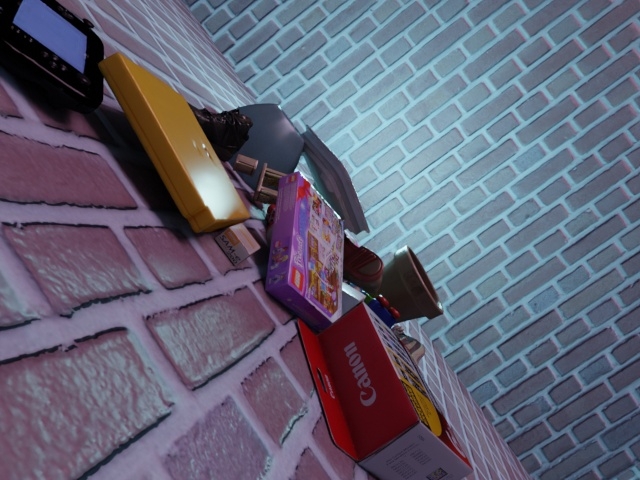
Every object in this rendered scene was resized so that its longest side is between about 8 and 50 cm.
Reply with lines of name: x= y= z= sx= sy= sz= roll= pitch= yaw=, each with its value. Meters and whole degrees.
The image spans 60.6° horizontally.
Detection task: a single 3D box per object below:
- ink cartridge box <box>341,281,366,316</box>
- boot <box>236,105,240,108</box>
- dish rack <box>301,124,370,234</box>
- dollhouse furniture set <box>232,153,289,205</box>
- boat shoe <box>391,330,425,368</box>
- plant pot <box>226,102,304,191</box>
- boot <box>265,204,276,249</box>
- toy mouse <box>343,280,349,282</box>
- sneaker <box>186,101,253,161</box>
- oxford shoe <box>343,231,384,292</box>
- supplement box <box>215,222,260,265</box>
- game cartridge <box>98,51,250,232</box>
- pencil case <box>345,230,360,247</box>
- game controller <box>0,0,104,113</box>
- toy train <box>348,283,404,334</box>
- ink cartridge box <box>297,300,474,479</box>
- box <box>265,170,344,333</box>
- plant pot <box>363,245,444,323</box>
ink cartridge box: x=0.051 y=0.142 z=1.377 sx=0.104 sy=0.062 sz=0.181 roll=31 pitch=4 yaw=10
boot: x=-0.233 y=-0.383 z=1.953 sx=0.211 sy=0.104 sz=0.295 roll=53 pitch=12 yaw=-7
dish rack: x=0.026 y=-0.176 z=1.681 sx=0.333 sy=0.072 sz=0.286 roll=54 pitch=-9 yaw=48
dollhouse furniture set: x=-0.162 y=-0.121 z=1.472 sx=0.181 sy=0.161 sz=0.101 roll=18 pitch=60 yaw=-12
boat shoe: x=0.183 y=0.282 z=1.411 sx=0.130 sy=0.132 sz=0.355 roll=52 pitch=7 yaw=5
plant pot: x=-0.163 y=-0.289 z=1.619 sx=0.290 sy=0.195 sz=0.290 roll=53 pitch=8 yaw=-10
boot: x=-0.100 y=-0.034 z=1.318 sx=0.176 sy=0.088 sz=0.244 roll=53 pitch=3 yaw=23
toy mouse: x=0.116 y=0.120 z=1.786 sx=0.161 sy=0.031 sz=0.143 roll=40 pitch=55 yaw=-54
sneaker: x=-0.257 y=-0.299 z=1.365 sx=0.227 sy=0.130 sz=0.087 roll=39 pitch=14 yaw=-53
oxford shoe: x=0.049 y=0.046 z=1.690 sx=0.348 sy=0.123 sz=0.130 roll=41 pitch=-26 yaw=33
supplement box: x=-0.150 y=0.005 z=1.001 sx=0.062 sy=0.036 sz=0.098 roll=54 pitch=8 yaw=-1
game cartridge: x=-0.233 y=-0.148 z=0.945 sx=0.285 sy=0.052 sz=0.324 roll=61 pitch=5 yaw=-1
pencil case: x=0.102 y=0.066 z=1.901 sx=0.284 sy=0.124 sz=0.124 roll=46 pitch=10 yaw=-48
game controller: x=-0.388 y=-0.289 z=0.781 sx=0.166 sy=0.067 sz=0.319 roll=47 pitch=9 yaw=-39
toy train: x=0.176 y=0.233 z=1.742 sx=0.143 sy=0.105 sz=0.248 roll=43 pitch=-2 yaw=44
ink cartridge box: x=0.107 y=0.274 z=1.005 sx=0.272 sy=0.130 sz=0.309 roll=47 pitch=11 yaw=-34
box: x=-0.024 y=0.024 z=1.164 sx=0.201 sy=0.057 sz=0.293 roll=47 pitch=35 yaw=-42
plant pot: x=0.260 y=0.182 z=1.864 sx=0.263 sy=0.229 sz=0.263 roll=56 pitch=13 yaw=-20
